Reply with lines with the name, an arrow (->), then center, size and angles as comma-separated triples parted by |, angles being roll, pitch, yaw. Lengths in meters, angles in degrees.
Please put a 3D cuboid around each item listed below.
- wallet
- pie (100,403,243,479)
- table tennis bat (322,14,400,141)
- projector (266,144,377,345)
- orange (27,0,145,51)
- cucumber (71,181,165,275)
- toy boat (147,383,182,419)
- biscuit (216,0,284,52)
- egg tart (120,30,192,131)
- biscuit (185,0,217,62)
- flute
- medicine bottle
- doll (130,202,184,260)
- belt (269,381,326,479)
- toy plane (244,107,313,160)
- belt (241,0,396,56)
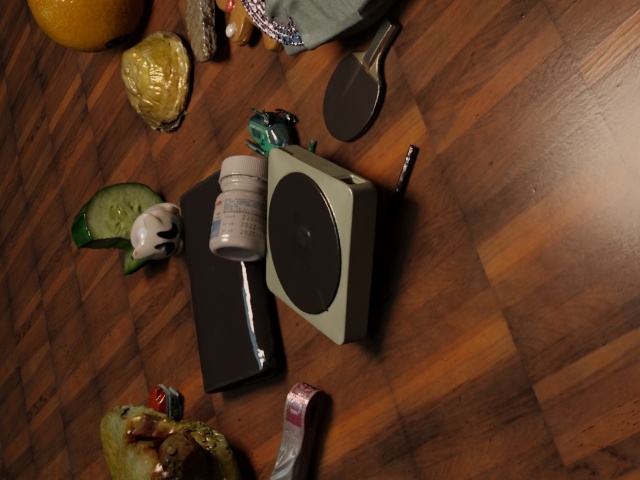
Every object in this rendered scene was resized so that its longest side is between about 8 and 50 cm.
wallet -> -0.177, 0.072, 1.656 | 0.228, 0.062, 0.406 | -28, 65, 49
pie -> -0.293, 0.509, 1.685 | 0.418, 0.180, 0.395 | -3, 97, 56
table tennis bat -> 0.065, -0.257, 1.395 | 0.130, 0.019, 0.220 | 58, 132, 35
projector -> 0.000, 0.000, 1.392 | 0.257, 0.079, 0.259 | 33, 126, 53
orange -> -0.534, -0.562, 1.990 | 0.274, 0.274, 0.274 | -4, 84, 52
cucumber -> -0.433, -0.035, 1.901 | 0.130, 0.191, 0.191 | -33, 62, 46
toy boat -> -0.328, 0.382, 1.835 | 0.069, 0.058, 0.173 | 25, 114, 51
biscuit -> -0.126, -0.462, 1.605 | 0.339, 0.047, 0.216 | 43, 117, 51
egg tart -> -0.369, -0.354, 1.907 | 0.252, 0.098, 0.232 | 58, 134, 31
biscuit -> -0.248, -0.474, 1.784 | 0.141, 0.038, 0.290 | 139, 127, -62
flute -> 0.100, -0.019, 1.340 | 0.014, 0.014, 0.270 | 37, 117, 47
medicine bottle -> -0.135, -0.054, 1.535 | 0.105, 0.105, 0.168 | -18, 59, 50
doll -> -0.328, -0.017, 1.782 | 0.181, 0.107, 0.110 | -118, 38, -79
belt -> -0.042, 0.350, 1.455 | 0.053, 0.071, 0.232 | 17, 104, 35
toy plane -> -0.075, -0.175, 1.540 | 0.235, 0.060, 0.096 | 35, 123, 51
belt -> 0.006, -0.445, 1.351 | 0.325, 0.122, 0.260 | -20, 97, 37
